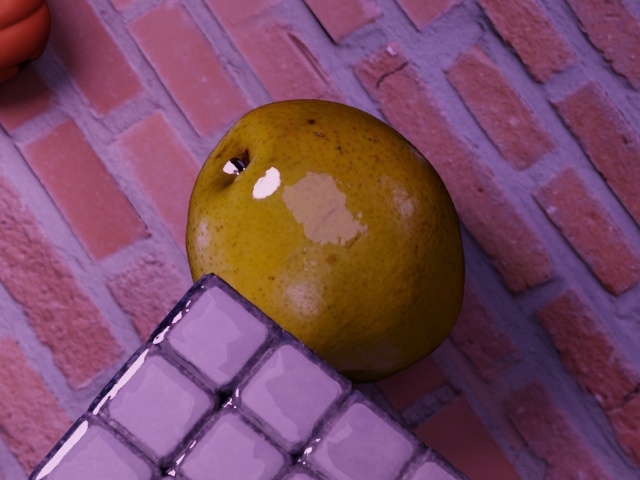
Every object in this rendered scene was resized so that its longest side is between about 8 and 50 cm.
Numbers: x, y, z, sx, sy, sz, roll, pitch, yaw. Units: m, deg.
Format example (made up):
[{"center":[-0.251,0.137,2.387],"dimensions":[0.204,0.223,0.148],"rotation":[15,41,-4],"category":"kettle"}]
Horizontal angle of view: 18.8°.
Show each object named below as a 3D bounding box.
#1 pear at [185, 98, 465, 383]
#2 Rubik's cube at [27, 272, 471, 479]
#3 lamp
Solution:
[{"center":[0.000,0.000,1.899],"dimensions":[0.294,0.294,0.294],"rotation":[3,72,-10],"category":"pear"},{"center":[-0.096,0.287,1.757],"dimensions":[0.344,0.337,0.344],"rotation":[40,69,2],"category":"Rubik's cube"},{"center":[-0.365,-0.244,1.950],"dimensions":[0.164,0.187,0.187],"rotation":[-24,79,-16],"category":"lamp"}]
